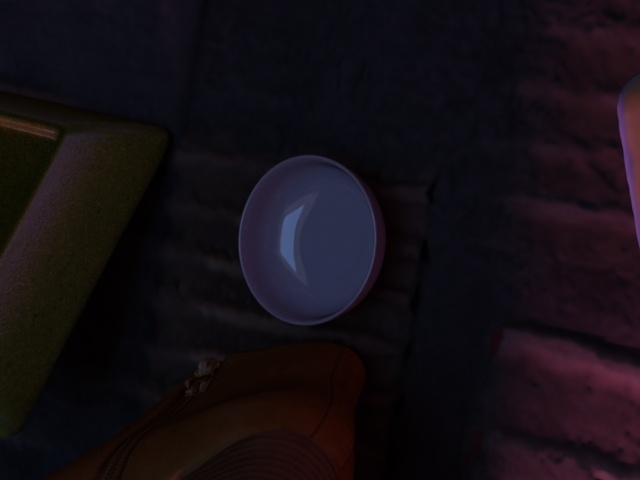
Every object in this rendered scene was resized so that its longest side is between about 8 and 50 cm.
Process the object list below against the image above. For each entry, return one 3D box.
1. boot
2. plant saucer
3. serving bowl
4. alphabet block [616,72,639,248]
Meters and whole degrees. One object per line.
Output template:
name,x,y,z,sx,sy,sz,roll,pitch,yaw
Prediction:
boot,-0.113,0.148,0.740,0.295,0.211,0.104,-25,100,13
plant saucer,-0.200,-0.006,0.876,0.188,0.045,0.188,15,71,35
serving bowl,0.000,0.000,0.791,0.083,0.027,0.083,-1,88,36
alphabet block,0.235,0.023,0.525,0.197,0.192,0.193,-13,83,34
